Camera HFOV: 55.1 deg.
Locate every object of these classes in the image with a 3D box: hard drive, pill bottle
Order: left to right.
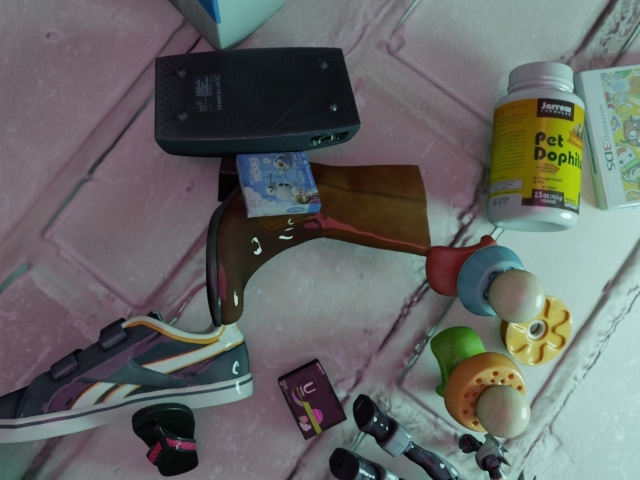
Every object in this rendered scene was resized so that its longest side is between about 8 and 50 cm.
[{"bbox_3d":[-0.086,-0.182,0.808,0.255,0.054,0.172,-5,55,-7],"label":"hard drive"},{"bbox_3d":[0.291,-0.124,0.828,0.117,0.117,0.214,6,83,-3],"label":"pill bottle"}]

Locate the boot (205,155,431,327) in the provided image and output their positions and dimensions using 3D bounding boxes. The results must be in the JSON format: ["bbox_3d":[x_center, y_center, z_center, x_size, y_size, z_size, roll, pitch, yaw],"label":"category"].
[{"bbox_3d":[0.000,0.000,0.788,0.281,0.096,0.264,8,52,-6],"label":"boot"}]

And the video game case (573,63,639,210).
[{"bbox_3d":[0.498,-0.159,0.893,0.227,0.026,0.206,-8,84,-5],"label":"video game case"}]

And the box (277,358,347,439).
[{"bbox_3d":[-0.012,0.206,0.802,0.062,0.052,0.083,-26,85,-6],"label":"box"}]

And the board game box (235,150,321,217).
[{"bbox_3d":[-0.053,-0.071,0.756,0.090,0.020,0.090,-6,54,-16],"label":"board game box"}]

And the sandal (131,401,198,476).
[{"bbox_3d":[-0.176,0.247,0.730,0.067,0.179,0.040,-13,47,-10],"label":"sandal"}]

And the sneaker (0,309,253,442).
[{"bbox_3d":[-0.250,0.157,0.757,0.321,0.126,0.127,-8,89,-16],"label":"sneaker"}]

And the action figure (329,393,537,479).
[{"bbox_3d":[0.153,0.315,0.781,0.285,0.099,0.185,35,75,-11],"label":"action figure"}]

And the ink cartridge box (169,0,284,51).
[{"bbox_3d":[-0.191,-0.422,0.776,0.129,0.223,0.307,-44,88,-8],"label":"ink cartridge box"}]

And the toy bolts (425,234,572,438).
[{"bbox_3d":[0.239,0.108,0.742,0.218,0.158,0.228,-17,108,-10],"label":"toy bolts"}]
